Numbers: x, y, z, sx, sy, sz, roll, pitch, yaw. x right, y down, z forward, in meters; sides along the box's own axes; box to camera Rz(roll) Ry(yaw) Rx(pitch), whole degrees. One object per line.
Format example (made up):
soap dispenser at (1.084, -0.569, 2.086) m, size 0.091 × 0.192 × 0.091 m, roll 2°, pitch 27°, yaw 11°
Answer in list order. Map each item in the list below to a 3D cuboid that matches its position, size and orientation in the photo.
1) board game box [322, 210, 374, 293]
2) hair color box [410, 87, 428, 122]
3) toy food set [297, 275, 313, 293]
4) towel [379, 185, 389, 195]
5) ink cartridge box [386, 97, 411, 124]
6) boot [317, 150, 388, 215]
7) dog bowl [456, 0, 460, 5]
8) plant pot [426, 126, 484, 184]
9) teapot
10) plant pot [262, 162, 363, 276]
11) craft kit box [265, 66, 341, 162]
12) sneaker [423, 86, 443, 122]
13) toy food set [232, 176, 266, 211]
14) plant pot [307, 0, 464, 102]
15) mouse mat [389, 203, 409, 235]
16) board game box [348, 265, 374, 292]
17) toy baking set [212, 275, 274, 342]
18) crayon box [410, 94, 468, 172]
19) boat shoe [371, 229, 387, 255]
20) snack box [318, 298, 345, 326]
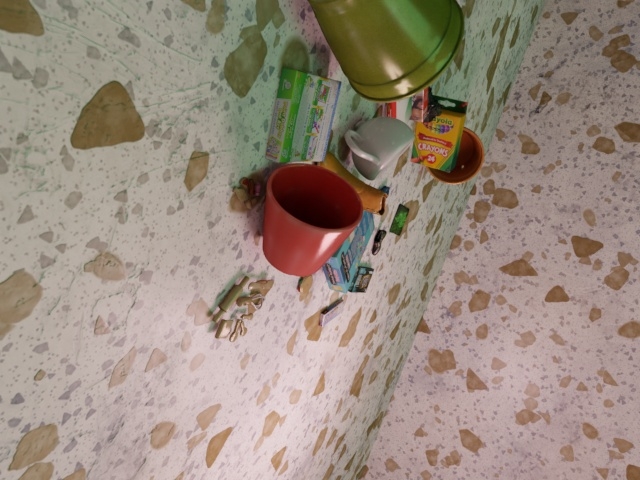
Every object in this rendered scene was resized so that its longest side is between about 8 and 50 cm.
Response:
board game box at (0.107, -0.005, 1.862) m, size 0.253 × 0.079 × 0.336 m, roll 72°, pitch 37°, yaw -52°
hair color box at (0.390, -0.578, 1.995) m, size 0.053 × 0.093 × 0.167 m, roll -55°, pitch 151°, yaw -31°
toy food set at (-0.056, 0.161, 1.798) m, size 0.082 × 0.020 × 0.083 m, roll -59°, pitch 153°, yaw -18°
towel at (0.266, -0.190, 2.130) m, size 0.119 × 0.029 × 0.067 m, roll -43°, pitch 145°, yaw -42°
ink cartridge box at (0.310, -0.511, 1.893) m, size 0.181 × 0.056 × 0.224 m, roll 80°, pitch 26°, yaw -48°
boot at (0.119, -0.191, 1.644) m, size 0.104 × 0.211 × 0.295 m, roll -62°, pitch 153°, yaw -14°
dog bowl at (0.447, -0.836, 1.895) m, size 0.265 × 0.104 × 0.264 m, roll -42°, pitch 143°, yaw -42°
plant pot at (0.684, -0.454, 2.478) m, size 0.203 × 0.291 × 0.290 m, roll -55°, pitch 156°, yaw -62°
teapot at (0.192, -0.347, 1.708) m, size 0.252 × 0.187 × 0.256 m, roll -44°, pitch 178°, yaw -11°
plant pot at (-0.046, -0.043, 1.388) m, size 0.275 × 0.275 × 0.243 m, roll -39°, pitch 161°, yaw -45°
craft kit box at (-0.044, -0.350, 1.394) m, size 0.247 × 0.061 × 0.249 m, roll -19°, pitch 126°, yaw -60°
sneaker at (0.471, -0.613, 2.087) m, size 0.087 × 0.130 × 0.227 m, roll -44°, pitch 143°, yaw -43°
toy food set at (-0.193, -0.132, 1.319) m, size 0.078 × 0.019 × 0.122 m, roll -60°, pitch 145°, yaw -16°
plant pot at (0.138, -0.611, 1.263) m, size 0.353 × 0.366 × 0.366 m, roll 26°, pitch 86°, yaw -52°
mouse mat at (0.408, -0.104, 2.492) m, size 0.190 × 0.007 × 0.152 m, roll 13°, pitch 98°, yaw -64°
board game box at (0.192, 0.184, 2.279) m, size 0.186 × 0.026 × 0.126 m, roll 14°, pitch 97°, yaw -63°
toy baking set at (-0.237, 0.197, 1.479) m, size 0.256 × 0.030 × 0.196 m, roll -57°, pitch 155°, yaw -20°
crayon box at (0.543, -0.494, 2.232) m, size 0.081 × 0.202 × 0.318 m, roll -38°, pitch 140°, yaw -46°
boat shoe at (0.268, 0.009, 2.276) m, size 0.042 × 0.049 × 0.133 m, roll 12°, pitch 108°, yaw -36°
snack box at (0.051, 0.315, 2.116) m, size 0.178 × 0.022 × 0.064 m, roll -26°, pitch 132°, yaw -54°
